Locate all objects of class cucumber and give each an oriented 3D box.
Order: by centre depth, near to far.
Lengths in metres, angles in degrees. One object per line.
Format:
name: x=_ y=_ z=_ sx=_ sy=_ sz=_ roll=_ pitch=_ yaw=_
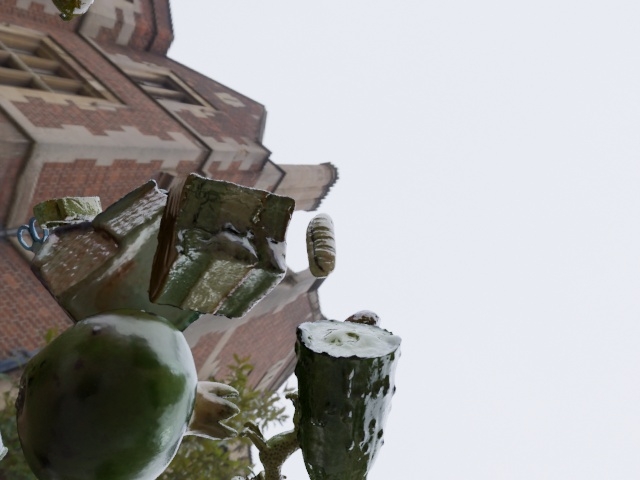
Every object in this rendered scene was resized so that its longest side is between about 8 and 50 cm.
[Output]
cucumber: x=0.027 y=0.224 z=0.665 sx=0.135 sy=0.134 sz=0.244 roll=6 pitch=-81 yaw=25

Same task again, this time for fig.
fig: x=-0.431 y=-0.420 z=0.930 sx=0.084 sy=0.082 sz=0.098 roll=31 pitch=-50 yaw=19

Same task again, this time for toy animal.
toy animal: x=-0.058 y=0.375 z=1.036 sx=0.181 sy=0.073 sz=0.136 roll=-34 pitch=-90 yaw=-15

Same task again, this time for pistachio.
pistachio: x=0.100 y=0.195 z=1.315 sx=0.090 sy=0.173 sz=0.049 roll=1 pitch=-103 yaw=-12

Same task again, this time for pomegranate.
pomegranate: x=-0.296 y=0.288 z=0.866 sx=0.309 sy=0.359 sz=0.216 roll=-61 pitch=-152 yaw=19

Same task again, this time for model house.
model house: x=-0.372 y=0.040 z=1.061 sx=0.280 sy=0.312 sz=0.245 roll=22 pitch=-33 yaw=49

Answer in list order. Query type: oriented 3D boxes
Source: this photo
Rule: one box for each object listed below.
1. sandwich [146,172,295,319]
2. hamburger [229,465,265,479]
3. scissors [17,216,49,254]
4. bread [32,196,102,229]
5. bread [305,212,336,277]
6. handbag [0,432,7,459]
sandwich: x=-0.135 y=-0.033 z=0.769 sx=0.198 sy=0.155 sz=0.227 roll=-46 pitch=-143 yaw=49
hamburger: x=-0.134 y=0.592 z=1.200 sx=0.114 sy=0.177 sz=0.185 roll=-15 pitch=-128 yaw=-1
scissors: x=-0.871 y=0.054 z=1.698 sx=0.125 sy=0.030 sz=0.255 roll=-30 pitch=-96 yaw=21
bread: x=-0.564 y=-0.061 z=1.203 sx=0.118 sy=0.156 sz=0.064 roll=-14 pitch=-87 yaw=20
bread: x=0.000 y=0.001 z=1.261 sx=0.073 sy=0.214 sz=0.053 roll=-4 pitch=-49 yaw=3
handbag: x=-0.932 y=0.458 z=1.310 sx=0.263 sy=0.222 sz=0.240 roll=5 pitch=-70 yaw=9
